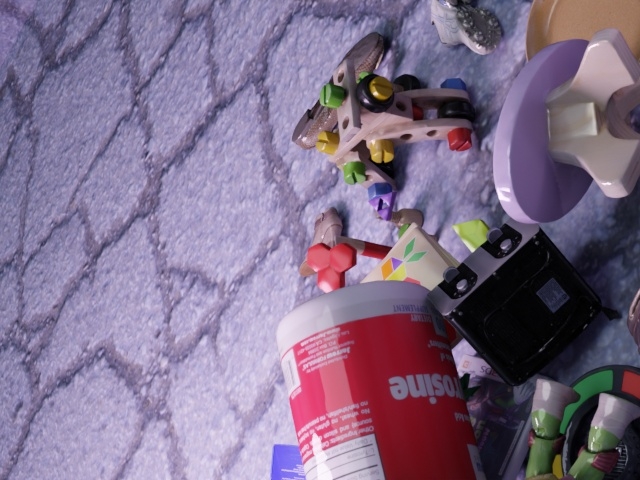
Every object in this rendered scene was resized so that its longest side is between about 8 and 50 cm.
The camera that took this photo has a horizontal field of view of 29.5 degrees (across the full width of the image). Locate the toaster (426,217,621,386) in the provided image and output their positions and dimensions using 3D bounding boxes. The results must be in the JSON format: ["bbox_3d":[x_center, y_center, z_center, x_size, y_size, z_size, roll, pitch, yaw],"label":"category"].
[{"bbox_3d":[0.256,0.079,1.571,0.168,0.185,0.110,-43,23,2],"label":"toaster"}]

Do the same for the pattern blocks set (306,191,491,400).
[{"bbox_3d":[0.145,0.081,1.744,0.285,0.026,0.324,-38,70,23],"label":"pattern blocks set"}]

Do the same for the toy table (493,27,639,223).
[{"bbox_3d":[0.342,-0.141,1.480,0.161,0.252,0.274,-4,56,46],"label":"toy table"}]

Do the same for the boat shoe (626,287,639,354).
[{"bbox_3d":[0.450,-0.008,1.396,0.130,0.132,0.355,46,116,49],"label":"boat shoe"}]

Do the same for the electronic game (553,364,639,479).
[{"bbox_3d":[0.365,0.268,1.505,0.229,0.048,0.229,-20,65,50],"label":"electronic game"}]

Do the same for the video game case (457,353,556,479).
[{"bbox_3d":[0.223,0.260,1.679,0.173,0.022,0.190,11,73,54],"label":"video game case"}]

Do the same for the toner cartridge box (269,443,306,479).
[{"bbox_3d":[0.045,0.406,1.878,0.348,0.075,0.165,-7,76,53],"label":"toner cartridge box"}]

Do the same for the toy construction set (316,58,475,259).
[{"bbox_3d":[0.069,-0.132,1.856,0.257,0.237,0.308,2,83,54],"label":"toy construction set"}]

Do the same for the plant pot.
[{"bbox_3d":[0.377,-0.300,1.661,0.236,0.032,0.236,-20,64,51],"label":"plant pot"}]

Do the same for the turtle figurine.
[{"bbox_3d":[0.305,0.319,1.459,0.198,0.275,0.266,165,125,-73],"label":"turtle figurine"}]

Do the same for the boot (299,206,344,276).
[{"bbox_3d":[0.000,0.000,2.088,0.118,0.042,0.087,-36,47,42],"label":"boot"}]

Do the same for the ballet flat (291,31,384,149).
[{"bbox_3d":[0.039,-0.251,2.095,0.250,0.058,0.084,-52,21,23],"label":"ballet flat"}]

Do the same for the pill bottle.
[{"bbox_3d":[0.089,0.276,1.584,0.229,0.229,0.407,-36,59,43],"label":"pill bottle"}]

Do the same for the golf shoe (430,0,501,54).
[{"bbox_3d":[0.220,-0.324,1.870,0.176,0.069,0.086,-115,29,-43],"label":"golf shoe"}]
